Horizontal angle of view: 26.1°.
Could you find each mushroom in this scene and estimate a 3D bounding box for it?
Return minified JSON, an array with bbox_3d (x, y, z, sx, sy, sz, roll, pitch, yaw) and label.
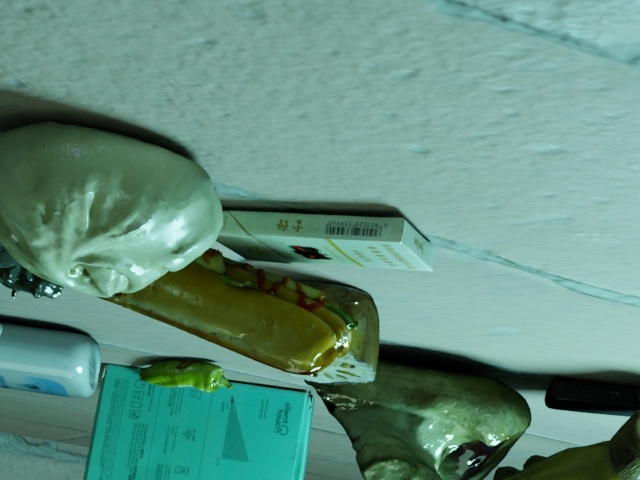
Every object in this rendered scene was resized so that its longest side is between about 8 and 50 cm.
[{"bbox_3d":[0.110,0.198,1.625,0.212,0.217,0.292,-42,166,15],"label":"mushroom"}]

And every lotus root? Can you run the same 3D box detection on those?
[{"bbox_3d":[-0.001,0.087,1.327,0.122,0.081,0.112,-2,160,36],"label":"lotus root"}]

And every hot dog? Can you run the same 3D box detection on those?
[{"bbox_3d":[-0.092,0.039,1.153,0.250,0.076,0.104,23,-167,16],"label":"hot dog"}]

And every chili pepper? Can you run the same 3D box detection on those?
[{"bbox_3d":[-0.200,0.181,1.879,0.049,0.043,0.208,-13,-172,-42],"label":"chili pepper"}]

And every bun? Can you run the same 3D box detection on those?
[{"bbox_3d":[-0.163,-0.013,0.995,0.183,0.102,0.183,10,167,2],"label":"bun"}]

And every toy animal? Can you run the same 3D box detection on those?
[{"bbox_3d":[-0.292,0.029,1.336,0.065,0.047,0.136,7,168,23],"label":"toy animal"}]

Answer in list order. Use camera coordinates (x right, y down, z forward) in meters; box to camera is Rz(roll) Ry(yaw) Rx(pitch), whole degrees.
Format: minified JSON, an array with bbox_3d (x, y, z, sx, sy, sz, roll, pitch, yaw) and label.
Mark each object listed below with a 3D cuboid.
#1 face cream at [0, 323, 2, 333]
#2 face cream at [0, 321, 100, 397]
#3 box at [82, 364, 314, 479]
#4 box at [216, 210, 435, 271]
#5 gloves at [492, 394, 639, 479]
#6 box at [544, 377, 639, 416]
[{"bbox_3d":[-0.559,0.108,1.575,0.370,0.145,0.145,13,164,-16],"label":"face cream"},{"bbox_3d":[-0.454,0.139,1.765,0.337,0.080,0.163,8,165,-2],"label":"face cream"},{"bbox_3d":[-0.174,0.305,2.000,0.311,0.205,0.118,7,167,4],"label":"box"},{"bbox_3d":[0.000,0.000,1.104,0.167,0.024,0.090,3,166,22],"label":"box"},{"bbox_3d":[0.298,0.298,1.602,0.331,0.141,0.154,-37,171,38],"label":"gloves"},{"bbox_3d":[0.332,0.188,1.644,0.126,0.027,0.125,5,168,6],"label":"box"}]
